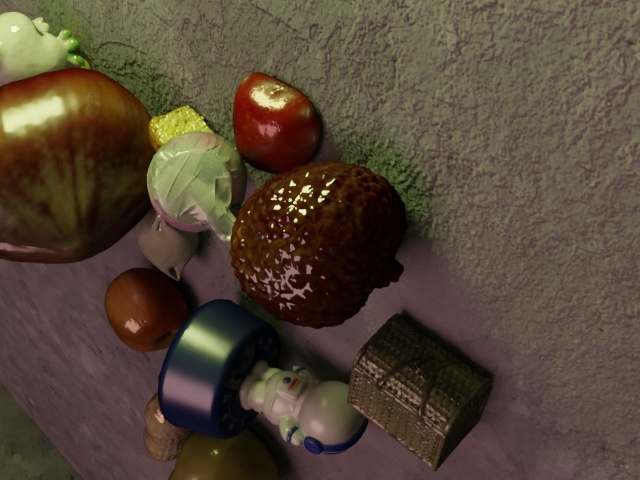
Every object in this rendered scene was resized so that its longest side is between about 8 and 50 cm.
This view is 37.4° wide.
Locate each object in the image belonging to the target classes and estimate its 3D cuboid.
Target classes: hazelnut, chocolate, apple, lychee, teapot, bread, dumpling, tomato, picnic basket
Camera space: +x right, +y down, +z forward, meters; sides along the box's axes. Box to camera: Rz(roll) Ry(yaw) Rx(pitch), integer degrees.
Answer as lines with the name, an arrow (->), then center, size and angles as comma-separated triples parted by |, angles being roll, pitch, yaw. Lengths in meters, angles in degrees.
hazelnut -> -0.487, -0.131, 1.714 | 0.359, 0.409, 0.359 | 55, 163, 27
chocolate -> -0.390, 0.476, 2.439 | 0.134, 0.134, 0.309 | 40, 147, 18
apple -> -0.388, 0.151, 2.094 | 0.199, 0.199, 0.199 | 31, 142, 29
lychee -> 0.000, 0.000, 1.389 | 0.260, 0.260, 0.260 | 31, 142, 29
apple -> -0.228, 0.553, 2.208 | 0.262, 0.262, 0.262 | 31, 142, 29
teapot -> -0.192, -0.063, 1.513 | 0.178, 0.163, 0.221 | -109, 4, -80
bread -> -0.219, -0.150, 1.658 | 0.187, 0.103, 0.065 | 42, 145, 13
dumpling -> -0.308, -0.026, 1.880 | 0.229, 0.124, 0.151 | 94, 161, -44
tomato -> -0.084, -0.168, 1.495 | 0.166, 0.082, 0.174 | 32, 140, 27
picnic basket -> 0.159, 0.239, 1.536 | 0.196, 0.134, 0.154 | 36, 147, 24

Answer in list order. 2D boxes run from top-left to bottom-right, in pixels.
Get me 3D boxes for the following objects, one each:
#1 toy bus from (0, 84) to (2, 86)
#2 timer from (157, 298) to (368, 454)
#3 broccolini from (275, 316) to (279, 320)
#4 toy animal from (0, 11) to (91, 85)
toy bus -> -0.818, -0.326, 2.116 | 0.288, 0.232, 0.194 | 25, 141, 33
timer -> -0.089, 0.297, 1.819 | 0.383, 0.270, 0.270 | 20, 136, 23
broccolini -> -0.073, 0.119, 1.796 | 0.030, 0.035, 0.140 | 46, 148, 16
toy animal -> -0.579, -0.323, 1.825 | 0.183, 0.247, 0.310 | 57, 168, 30
